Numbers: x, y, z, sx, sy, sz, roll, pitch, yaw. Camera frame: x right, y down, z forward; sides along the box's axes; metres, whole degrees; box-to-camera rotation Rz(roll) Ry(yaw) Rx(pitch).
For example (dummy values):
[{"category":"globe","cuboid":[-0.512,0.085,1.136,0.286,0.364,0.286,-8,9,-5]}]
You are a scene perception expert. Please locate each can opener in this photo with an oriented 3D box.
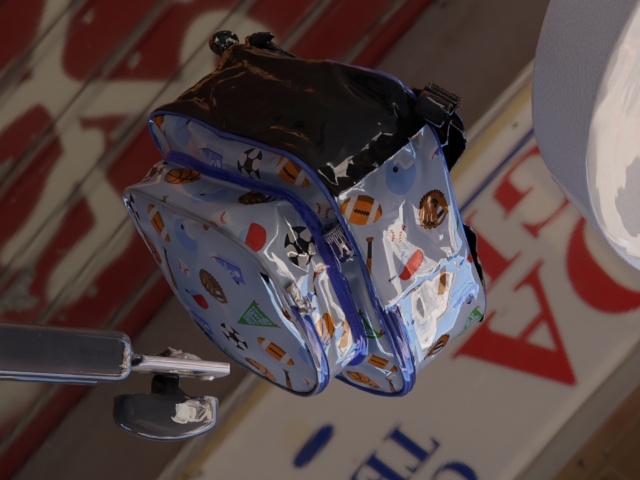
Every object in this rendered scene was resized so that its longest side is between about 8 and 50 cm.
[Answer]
[{"category":"can opener","cuboid":[-0.202,0.128,1.074,0.076,0.283,0.095,-15,-108,48]}]

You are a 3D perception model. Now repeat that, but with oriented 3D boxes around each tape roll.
[{"category":"tape roll","cuboid":[0.319,-0.139,0.777,0.392,0.392,0.072,-43,-134,10]}]

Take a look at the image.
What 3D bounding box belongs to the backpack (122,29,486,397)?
[{"category":"backpack","cuboid":[0.000,0.000,0.929,0.213,0.263,0.276,-44,-143,-13]}]
